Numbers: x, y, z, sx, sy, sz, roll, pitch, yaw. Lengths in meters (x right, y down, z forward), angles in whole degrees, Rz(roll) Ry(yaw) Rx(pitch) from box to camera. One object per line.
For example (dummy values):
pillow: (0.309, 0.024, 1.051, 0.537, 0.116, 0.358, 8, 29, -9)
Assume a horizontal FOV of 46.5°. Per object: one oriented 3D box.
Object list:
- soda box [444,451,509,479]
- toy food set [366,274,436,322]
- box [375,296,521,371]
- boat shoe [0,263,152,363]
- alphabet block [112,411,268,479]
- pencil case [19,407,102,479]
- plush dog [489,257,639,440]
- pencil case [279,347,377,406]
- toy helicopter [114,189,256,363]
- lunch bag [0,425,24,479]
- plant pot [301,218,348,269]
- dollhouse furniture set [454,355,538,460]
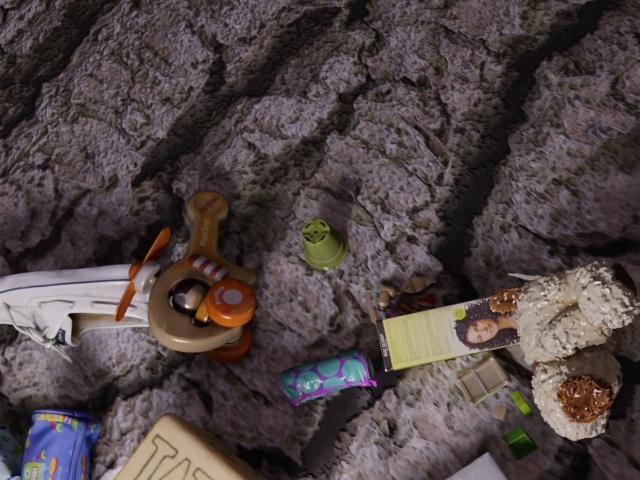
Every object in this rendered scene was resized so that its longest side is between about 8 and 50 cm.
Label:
soda box: (0.155, 0.429, 1.077, 0.286, 0.091, 0.098, -33, 60, -2)
toy food set: (0.143, 0.107, 1.274, 0.122, 0.019, 0.077, -11, 63, 1)
box: (0.211, 0.148, 1.204, 0.232, 0.058, 0.087, -15, 78, 9)
boat shoe: (-0.474, 0.147, 1.369, 0.367, 0.136, 0.156, -6, 67, 2)
alphabet block: (-0.190, 0.407, 1.127, 0.197, 0.192, 0.193, 32, 75, 24)
pencil case: (-0.435, 0.428, 1.220, 0.133, 0.119, 0.306, -17, 60, 34)
plush dog: (0.354, 0.169, 1.063, 0.211, 0.262, 0.225, -8, 68, 20)
pencil case: (0.013, 0.227, 1.226, 0.152, 0.064, 0.070, -18, 46, 7)
toy helicopter: (-0.230, 0.043, 1.330, 0.235, 0.140, 0.355, 4, 48, -6)
lunch bag: (-0.584, 0.417, 1.287, 0.129, 0.096, 0.151, 42, 96, 25)
plant pot: (0.000, 0.000, 1.327, 0.083, 0.079, 0.083, -6, 65, 13)
dollhouse furniture set: (0.281, 0.260, 1.162, 0.076, 0.058, 0.151, -34, 42, 6)
